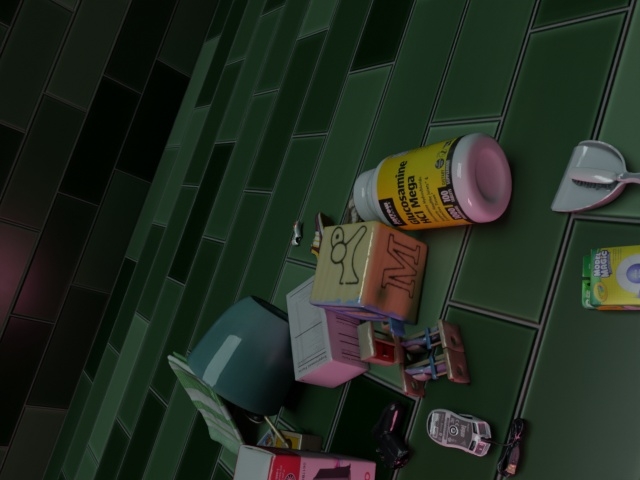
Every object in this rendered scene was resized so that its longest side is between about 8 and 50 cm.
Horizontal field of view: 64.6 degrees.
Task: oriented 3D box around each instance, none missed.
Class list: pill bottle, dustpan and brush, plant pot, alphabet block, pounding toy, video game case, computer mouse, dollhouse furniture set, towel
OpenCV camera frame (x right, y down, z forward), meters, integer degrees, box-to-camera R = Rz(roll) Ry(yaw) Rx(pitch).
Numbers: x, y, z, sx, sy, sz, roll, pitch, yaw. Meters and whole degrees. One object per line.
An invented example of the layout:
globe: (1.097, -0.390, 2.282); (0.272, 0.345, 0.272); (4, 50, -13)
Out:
pill bottle: (0.239, -0.119, 1.155); (0.334, 0.188, 0.188); (-7, 67, 50)
dustpan and brush: (0.520, -0.112, 0.908); (0.211, 0.060, 0.147); (21, 89, 53)
plant pot: (-0.177, 0.295, 1.395); (0.235, 0.293, 0.293); (-58, 37, -3)
alphabet block: (0.114, 0.080, 1.204); (0.192, 0.193, 0.197); (-3, 70, 49)
pounding toy: (-0.078, 0.528, 1.288); (0.130, 0.100, 0.141); (-13, 63, 47)
video game case: (-0.143, 0.601, 1.405); (0.087, 0.011, 0.122); (-54, 39, 18)
computer mouse: (0.292, 0.368, 0.964); (0.193, 0.042, 0.106); (3, 79, 46)
dollhouse furniture set: (0.190, 0.235, 1.036); (0.129, 0.183, 0.129); (-32, 49, 38)
towel: (-0.331, 0.489, 1.495); (0.248, 0.038, 0.325); (1, 117, 52)

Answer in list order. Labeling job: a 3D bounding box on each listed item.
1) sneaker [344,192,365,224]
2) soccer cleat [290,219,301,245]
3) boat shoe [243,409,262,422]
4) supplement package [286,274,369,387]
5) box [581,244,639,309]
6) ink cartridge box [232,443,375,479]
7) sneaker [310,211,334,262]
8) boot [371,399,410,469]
sneaker: (0.106, -0.048, 1.402); (0.071, 0.066, 0.188); (19, 93, 37)
soccer cleat: (-0.073, -0.023, 1.628); (0.035, 0.029, 0.083); (8, 82, 43)
boat shoe: (-0.203, 0.490, 1.505); (0.133, 0.049, 0.042); (40, 112, 56)
supplement package: (0.013, 0.232, 1.298); (0.139, 0.134, 0.244); (-37, 46, 33)
box: (0.521, 0.061, 0.836); (0.179, 0.043, 0.105); (-11, 64, 50)
ink cartridge box: (-0.036, 0.557, 1.049); (0.131, 0.306, 0.226); (-14, 62, 46)
sneaker: (0.000, 0.000, 1.489); (0.084, 0.069, 0.185); (-36, 46, 28)
boot: (0.161, 0.422, 1.093); (0.121, 0.045, 0.099); (-62, 34, 20)
